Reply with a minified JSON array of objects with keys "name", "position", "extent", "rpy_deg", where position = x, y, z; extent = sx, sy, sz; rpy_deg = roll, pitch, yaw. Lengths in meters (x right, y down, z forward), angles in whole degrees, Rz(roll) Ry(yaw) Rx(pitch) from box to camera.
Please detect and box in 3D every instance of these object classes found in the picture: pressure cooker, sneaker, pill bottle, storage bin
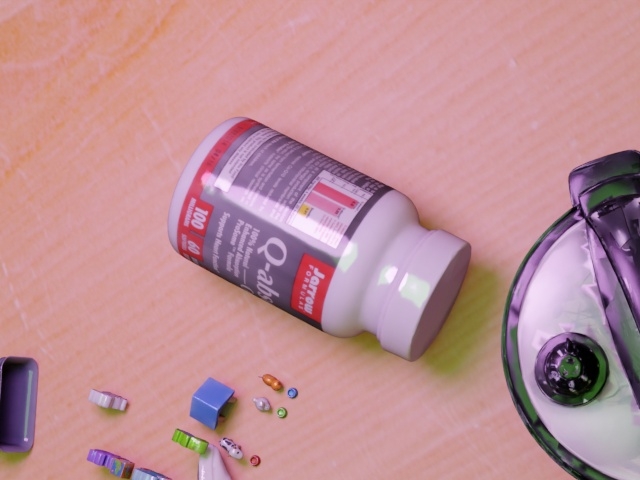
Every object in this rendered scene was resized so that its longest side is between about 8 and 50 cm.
[{"name":"pressure cooker","position":[0.394,0.127,1.540],"extent":[0.369,0.420,0.376],"rpy_deg":[29,90,17]},{"name":"sneaker","position":[-0.117,0.378,1.831],"extent":[0.094,0.080,0.212],"rpy_deg":[-8,76,-7]},{"name":"pill bottle","position":[0.000,0.000,1.771],"extent":[0.362,0.210,0.210],"rpy_deg":[27,90,17]},{"name":"storage bin","position":[-0.471,0.233,1.931],"extent":[0.091,0.098,0.135],"rpy_deg":[-3,82,25]}]

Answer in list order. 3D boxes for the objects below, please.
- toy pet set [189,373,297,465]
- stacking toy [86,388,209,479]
[{"name":"toy pet set","position":[-0.113,0.231,1.845],"extent":[0.114,0.065,0.122],"rpy_deg":[27,90,17]},{"name":"stacking toy","position":[-0.260,0.317,1.857],"extent":[0.221,0.052,0.167],"rpy_deg":[19,88,32]}]
